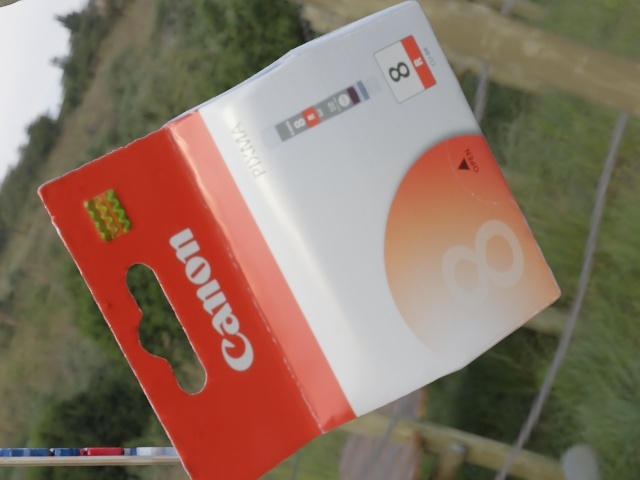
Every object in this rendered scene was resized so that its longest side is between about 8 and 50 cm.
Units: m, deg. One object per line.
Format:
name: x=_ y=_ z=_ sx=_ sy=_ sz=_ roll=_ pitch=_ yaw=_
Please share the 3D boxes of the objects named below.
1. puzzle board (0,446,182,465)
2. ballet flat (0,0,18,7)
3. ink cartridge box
puzzle board: x=-0.138 y=0.129 z=0.768 sx=0.096 sy=0.128 sz=0.011 roll=158 pitch=114 yaw=-67
ballet flat: x=-0.252 y=-0.164 z=0.806 sx=0.248 sy=0.086 sz=0.086 roll=-13 pitch=57 yaw=53
ink cartridge box: x=0.000 y=0.000 z=0.512 sx=0.179 sy=0.145 sz=0.045 roll=-31 pitch=7 yaw=-35
